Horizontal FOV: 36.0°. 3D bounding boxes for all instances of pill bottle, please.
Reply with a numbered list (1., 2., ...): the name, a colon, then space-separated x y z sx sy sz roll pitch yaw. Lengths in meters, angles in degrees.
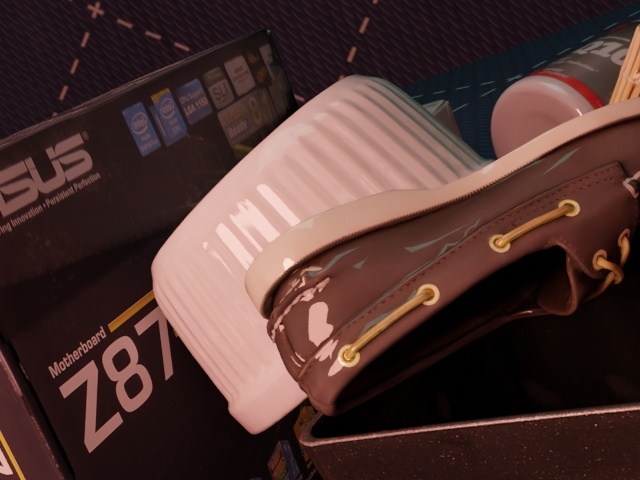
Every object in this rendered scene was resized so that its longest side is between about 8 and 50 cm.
1. pill bottle: 0.345 -0.156 1.122 0.283 0.161 0.161 -30 16 -29

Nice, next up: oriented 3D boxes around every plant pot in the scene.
1. plant pot: 0.133 0.103 0.449 0.188 0.167 0.187 -12 16 31

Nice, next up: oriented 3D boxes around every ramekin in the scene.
1. ramekin: 0.000 0.000 0.564 0.207 0.109 0.207 -43 -1 -1

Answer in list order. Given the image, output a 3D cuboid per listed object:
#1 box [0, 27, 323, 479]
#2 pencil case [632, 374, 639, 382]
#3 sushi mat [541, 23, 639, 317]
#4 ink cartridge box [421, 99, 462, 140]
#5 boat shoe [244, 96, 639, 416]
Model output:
1. box: -0.095 0.051 0.679 0.097 0.318 0.395 -15 14 29
2. pencil case: 0.219 0.015 0.614 0.104 0.104 0.236 -9 48 43
3. sushi mat: 0.154 0.003 0.605 0.019 0.317 0.151 24 29 16
4. ink cartridge box: 0.097 -0.044 1.044 0.127 0.175 0.072 -15 15 28
5. boat shoe: 0.085 0.004 0.416 0.227 0.069 0.081 -21 -27 -14
